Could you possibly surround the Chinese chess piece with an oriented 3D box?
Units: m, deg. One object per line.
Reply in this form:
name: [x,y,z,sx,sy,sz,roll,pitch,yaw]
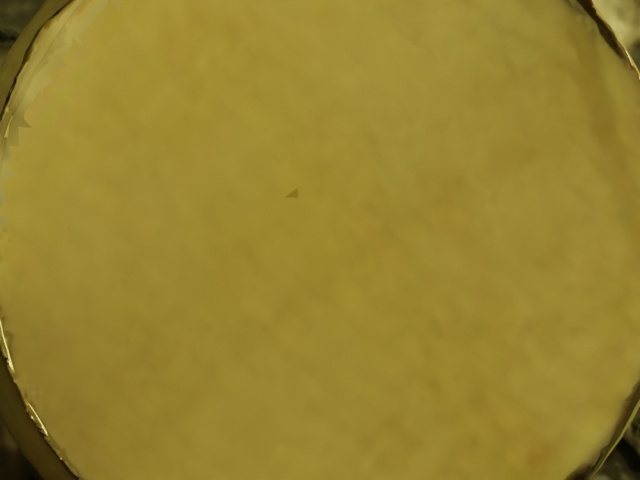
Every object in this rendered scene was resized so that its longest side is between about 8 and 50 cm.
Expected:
Chinese chess piece: [0.000,0.000,0.653,0.257,0.104,0.257,0,90,-8]
